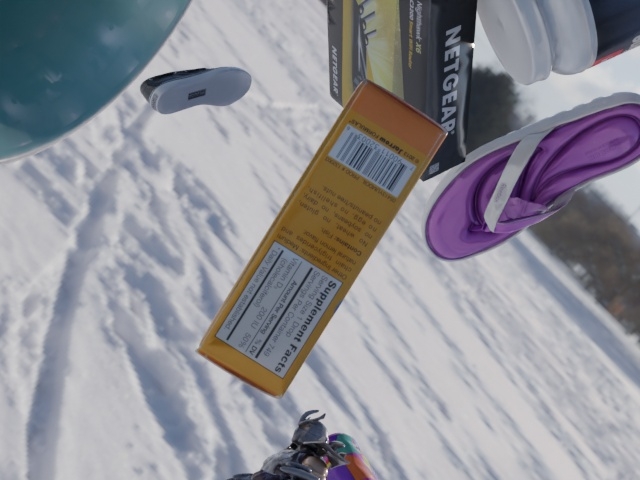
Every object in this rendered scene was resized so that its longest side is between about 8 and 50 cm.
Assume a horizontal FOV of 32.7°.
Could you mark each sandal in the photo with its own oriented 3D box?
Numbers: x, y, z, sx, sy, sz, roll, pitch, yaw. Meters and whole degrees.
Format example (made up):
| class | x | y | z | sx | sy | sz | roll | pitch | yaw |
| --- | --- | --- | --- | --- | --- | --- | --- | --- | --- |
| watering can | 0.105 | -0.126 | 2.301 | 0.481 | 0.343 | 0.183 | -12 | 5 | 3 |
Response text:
| class | x | y | z | sx | sy | sz | roll | pitch | yaw |
| --- | --- | --- | --- | --- | --- | --- | --- | --- | --- |
| sandal | 0.336 | -0.095 | 1.700 | 0.169 | 0.416 | 0.102 | 49 | 16 | -25 |

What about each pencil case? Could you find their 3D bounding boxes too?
| class | x | y | z | sx | sy | sz | roll | pitch | yaw |
| --- | --- | --- | --- | --- | --- | --- | --- | --- | --- |
| pencil case | 0.059 | 0.355 | 1.367 | 0.236 | 0.104 | 0.104 | 54 | 11 | 34 |

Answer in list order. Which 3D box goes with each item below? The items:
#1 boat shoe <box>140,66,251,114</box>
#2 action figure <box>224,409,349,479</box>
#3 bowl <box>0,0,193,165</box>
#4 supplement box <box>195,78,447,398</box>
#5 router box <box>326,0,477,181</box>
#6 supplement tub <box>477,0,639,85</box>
| class | x | y | z | sx | sy | sz | roll | pitch | yaw |
| --- | --- | --- | --- | --- | --- | --- | --- | --- | --- |
| boat shoe | -0.142 | -0.179 | 1.252 | 0.142 | 0.049 | 0.040 | -18 | 47 | -41 |
| action figure | -0.067 | 0.296 | 1.161 | 0.099 | 0.285 | 0.185 | 32 | -28 | -1 |
| bowl | -0.223 | -0.222 | 0.775 | 0.163 | 0.311 | 0.311 | 40 | 6 | 14 |
| supplement box | 0.000 | 0.000 | 0.812 | 0.080 | 0.233 | 0.078 | 34 | 0 | 0 |
| router box | 0.105 | -0.271 | 1.510 | 0.243 | 0.081 | 0.308 | 47 | -27 | 37 |
| supplement tub | 0.349 | -0.324 | 1.369 | 0.191 | 0.272 | 0.191 | 156 | -90 | -86 |
